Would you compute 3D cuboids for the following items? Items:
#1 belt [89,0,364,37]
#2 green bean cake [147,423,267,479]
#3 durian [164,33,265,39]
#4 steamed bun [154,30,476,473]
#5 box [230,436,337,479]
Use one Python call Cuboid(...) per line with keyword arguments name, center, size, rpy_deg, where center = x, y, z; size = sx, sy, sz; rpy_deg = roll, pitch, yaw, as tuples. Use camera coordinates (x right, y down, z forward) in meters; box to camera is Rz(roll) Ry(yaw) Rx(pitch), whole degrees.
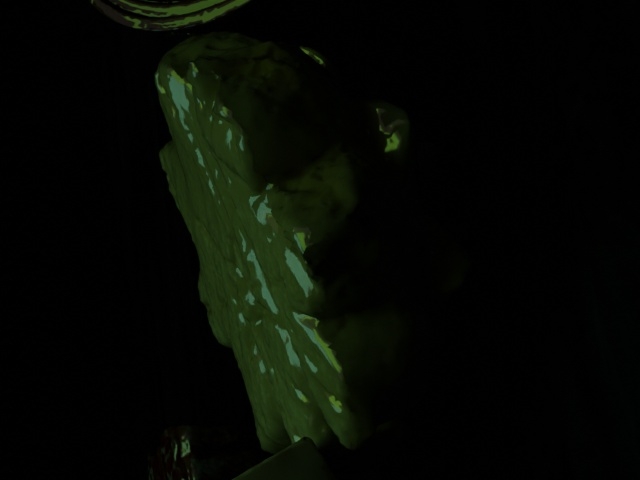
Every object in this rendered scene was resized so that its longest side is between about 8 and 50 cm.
Cuboid(name="belt", center=(-0.047, -0.220, 0.779), size=(0.261, 0.105, 0.184), rpy_deg=(-15, 82, 44))
Cuboid(name="green bean cake", center=(-0.116, 0.267, 1.305), size=(0.232, 0.097, 0.198), rpy_deg=(109, 153, -54))
Cuboid(name="durian", center=(-0.066, -0.247, 0.978), size=(0.196, 0.167, 0.196), rpy_deg=(-28, 54, 46))
Cuboid(name="steamed bun", center=(0.000, 0.000, 0.774), size=(0.292, 0.137, 0.295), rpy_deg=(40, 148, 55))
Cuboid(name="box", center=(0.005, 0.292, 0.781), size=(0.214, 0.069, 0.353), rpy_deg=(53, 155, 25))
